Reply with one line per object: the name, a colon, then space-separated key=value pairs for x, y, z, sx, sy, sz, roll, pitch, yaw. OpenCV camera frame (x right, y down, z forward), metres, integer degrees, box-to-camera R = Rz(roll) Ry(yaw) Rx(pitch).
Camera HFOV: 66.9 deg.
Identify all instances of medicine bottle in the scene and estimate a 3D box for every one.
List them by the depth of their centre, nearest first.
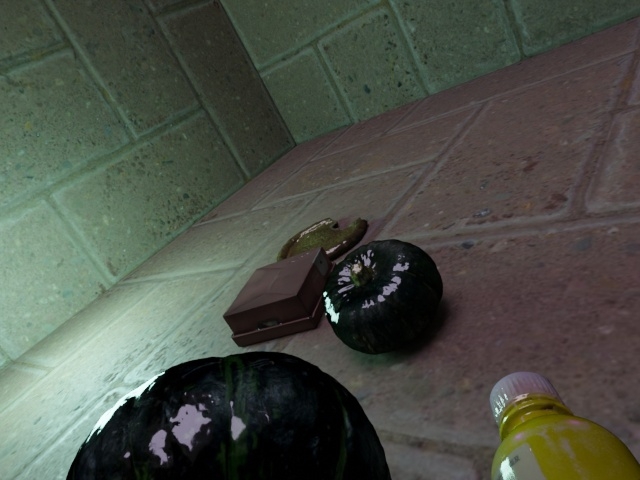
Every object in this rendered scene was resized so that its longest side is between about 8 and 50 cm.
medicine bottle: x=0.208 y=0.206 z=0.417 sx=0.121 sy=0.122 sz=0.213 roll=-25 pitch=19 yaw=12

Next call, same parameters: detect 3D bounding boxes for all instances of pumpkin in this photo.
pumpkin: x=-0.078 y=0.258 z=0.440 sx=0.315 sy=0.316 sz=0.238 roll=-29 pitch=17 yaw=-1
pumpkin: x=0.098 y=0.089 z=0.817 sx=0.211 sy=0.152 sz=0.212 roll=-31 pitch=19 yaw=12

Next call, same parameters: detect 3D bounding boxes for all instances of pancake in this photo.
pancake: x=0.000 y=0.000 z=1.363 sx=0.285 sy=0.033 sz=0.288 roll=-25 pitch=19 yaw=14

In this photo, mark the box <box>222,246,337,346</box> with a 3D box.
box: x=-0.083 y=0.121 z=1.092 sx=0.215 sy=0.086 sz=0.215 roll=-19 pitch=23 yaw=27
